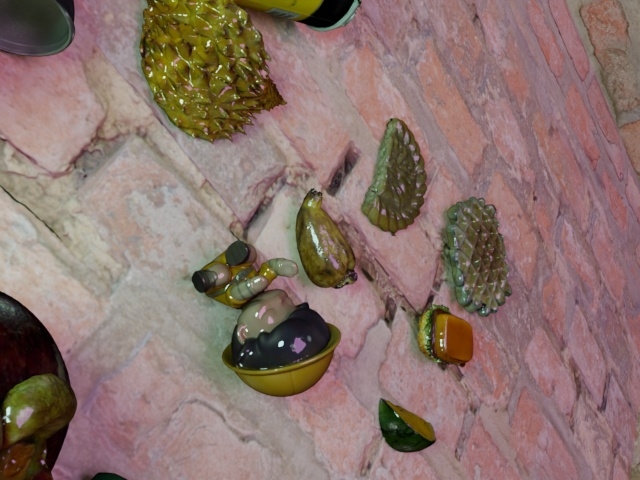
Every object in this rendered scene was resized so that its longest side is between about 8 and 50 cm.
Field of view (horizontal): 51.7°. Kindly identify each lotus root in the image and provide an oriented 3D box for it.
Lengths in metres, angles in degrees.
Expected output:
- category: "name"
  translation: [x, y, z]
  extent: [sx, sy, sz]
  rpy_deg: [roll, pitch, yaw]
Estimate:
- category: "lotus root"
  translation: [0.000, 0.000, 1.224]
  extent: [0.190, 0.094, 0.108]
  rpy_deg: [66, 19, -6]

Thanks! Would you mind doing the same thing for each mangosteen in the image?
- category: "mangosteen"
  translation: [-0.365, 0.176, 0.623]
  extent: [0.288, 0.288, 0.288]
  rpy_deg: [10, 77, -48]

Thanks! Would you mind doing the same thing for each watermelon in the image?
- category: "watermelon"
  translation: [0.197, 0.401, 1.396]
  extent: [0.181, 0.075, 0.092]
  rpy_deg: [39, 53, -37]

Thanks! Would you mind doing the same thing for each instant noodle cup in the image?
- category: "instant noodle cup"
  translation: [-0.067, -0.477, 1.146]
  extent: [0.236, 0.215, 0.215]
  rpy_deg: [-11, 93, -41]

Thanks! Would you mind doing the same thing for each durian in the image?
- category: "durian"
  translation: [-0.182, -0.267, 1.050]
  extent: [0.195, 0.185, 0.305]
  rpy_deg: [-48, 131, -15]

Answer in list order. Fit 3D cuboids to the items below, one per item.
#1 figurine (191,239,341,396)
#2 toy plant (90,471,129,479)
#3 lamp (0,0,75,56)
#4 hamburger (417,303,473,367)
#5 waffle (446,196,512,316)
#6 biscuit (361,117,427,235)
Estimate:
- category: "figurine"
  translation: [-0.089, 0.127, 1.047]
  extent: [0.192, 0.167, 0.257]
  rpy_deg: [-32, 85, -43]
- category: "toy plant"
  translation: [-0.294, 0.412, 0.798]
  extent: [0.243, 0.112, 0.232]
  rpy_deg: [-33, 104, -53]
- category: "lamp"
  translation: [-0.362, -0.366, 0.836]
  extent: [0.172, 0.147, 0.227]
  rpy_deg: [40, 48, -54]
- category: "hamburger"
  translation: [0.284, 0.220, 1.515]
  extent: [0.166, 0.087, 0.137]
  rpy_deg: [27, 63, -45]
- category: "waffle"
  translation: [0.410, 0.040, 1.712]
  extent: [0.292, 0.056, 0.309]
  rpy_deg: [-11, 92, -49]
- category: "biscuit"
  translation: [0.184, -0.131, 1.492]
  extent: [0.187, 0.036, 0.273]
  rpy_deg: [38, 57, -39]
